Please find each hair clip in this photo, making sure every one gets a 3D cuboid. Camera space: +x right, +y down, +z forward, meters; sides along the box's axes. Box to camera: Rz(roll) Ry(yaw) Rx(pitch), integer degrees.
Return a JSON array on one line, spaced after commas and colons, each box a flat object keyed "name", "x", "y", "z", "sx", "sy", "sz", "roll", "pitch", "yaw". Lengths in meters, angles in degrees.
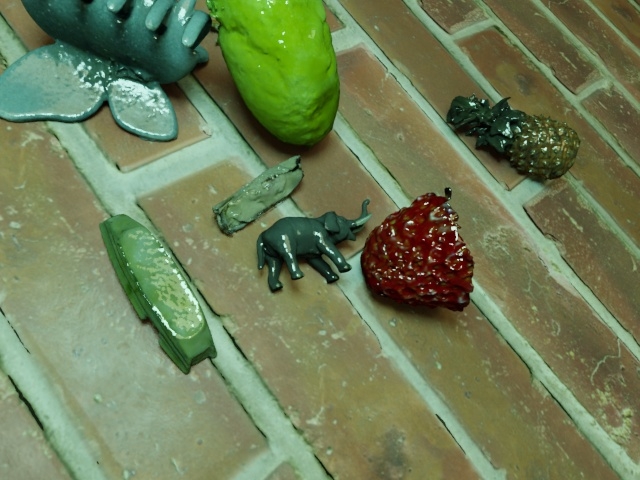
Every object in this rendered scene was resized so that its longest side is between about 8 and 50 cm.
[{"name": "hair clip", "x": -0.359, "y": -0.380, "z": 0.914, "sx": 0.319, "sy": 0.238, "sz": 0.392, "roll": 21, "pitch": 58, "yaw": -13}]

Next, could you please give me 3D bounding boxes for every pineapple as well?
[{"name": "pineapple", "x": 0.458, "y": -0.265, "z": 1.245, "sx": 0.310, "sy": 0.141, "sz": 0.170, "roll": 24, "pitch": 62, "yaw": 0}]

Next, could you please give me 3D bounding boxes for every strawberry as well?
[{"name": "strawberry", "x": 0.165, "y": 0.032, "z": 0.935, "sx": 0.178, "sy": 0.234, "sz": 0.233, "roll": -15, "pitch": 69, "yaw": -6}]

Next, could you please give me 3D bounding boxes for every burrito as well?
[{"name": "burrito", "x": -0.109, "y": -0.091, "z": 0.968, "sx": 0.063, "sy": 0.058, "sz": 0.229, "roll": 44, "pitch": 55, "yaw": 9}]

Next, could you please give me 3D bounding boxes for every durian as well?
[{"name": "durian", "x": -0.060, "y": -0.326, "z": 0.965, "sx": 0.255, "sy": 0.205, "sz": 0.339, "roll": -76, "pitch": 146, "yaw": -66}]

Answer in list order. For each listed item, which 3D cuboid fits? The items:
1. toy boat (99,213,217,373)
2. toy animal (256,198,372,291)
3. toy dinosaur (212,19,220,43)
[{"name": "toy boat", "x": -0.262, "y": 0.070, "z": 0.822, "sx": 0.093, "sy": 0.055, "sz": 0.293, "roll": -28, "pitch": 77, "yaw": -33}, {"name": "toy animal", "x": 0.006, "y": 0.008, "z": 0.945, "sx": 0.270, "sy": 0.082, "sz": 0.137, "roll": -16, "pitch": 72, "yaw": -27}, {"name": "toy dinosaur", "x": -0.137, "y": -0.441, "z": 1.151, "sx": 0.212, "sy": 0.057, "sz": 0.142, "roll": -8, "pitch": 47, "yaw": -37}]
